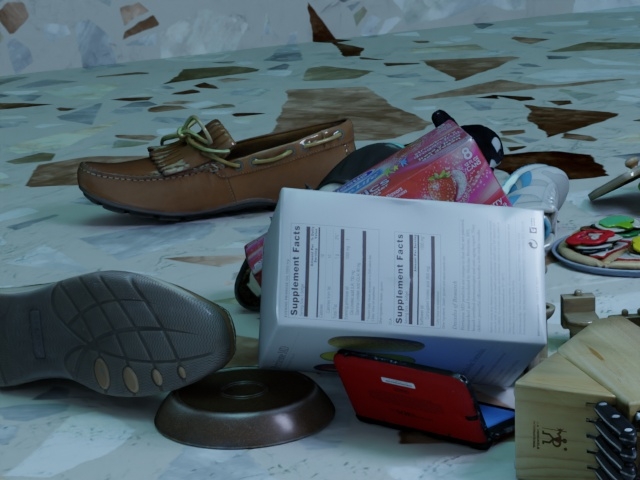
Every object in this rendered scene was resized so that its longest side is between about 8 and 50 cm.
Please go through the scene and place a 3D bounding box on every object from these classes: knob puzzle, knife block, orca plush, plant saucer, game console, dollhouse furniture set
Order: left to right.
[{"bbox_3d":[-0.071,0.149,1.625,0.168,0.029,0.168,-3,16,1],"label":"plant saucer"},{"bbox_3d":[0.151,-0.140,2.526,0.287,0.102,0.151,-10,16,-24],"label":"orca plush"},{"bbox_3d":[0.103,0.130,1.568,0.144,0.124,0.085,8,45,37],"label":"game console"},{"bbox_3d":[0.269,0.060,1.716,0.151,0.123,0.144,-3,15,-2],"label":"dollhouse furniture set"},{"bbox_3d":[0.431,-0.105,2.314,0.213,0.030,0.213,-26,-4,-2],"label":"knob puzzle"},{"bbox_3d":[0.293,0.152,1.440,0.242,0.088,0.275,7,17,29],"label":"knife block"}]

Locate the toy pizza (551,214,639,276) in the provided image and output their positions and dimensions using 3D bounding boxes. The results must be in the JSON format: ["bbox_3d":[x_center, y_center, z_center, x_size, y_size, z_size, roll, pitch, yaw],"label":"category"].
[{"bbox_3d":[0.377,0.002,2.094,0.201,0.032,0.201,-3,15,1],"label":"toy pizza"}]

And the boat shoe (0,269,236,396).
[{"bbox_3d":[-0.209,0.082,1.704,0.324,0.123,0.116,2,7,33],"label":"boat shoe"}]

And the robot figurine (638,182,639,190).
[{"bbox_3d":[0.466,-0.070,2.281,0.101,0.067,0.115,-31,-5,38],"label":"robot figurine"}]

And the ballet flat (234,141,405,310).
[{"bbox_3d":[0.000,0.000,1.880,0.280,0.095,0.096,-43,-1,41],"label":"ballet flat"}]

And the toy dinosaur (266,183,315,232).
[{"bbox_3d":[0.009,-0.024,2.210,0.118,0.064,0.268,13,18,28],"label":"toy dinosaur"}]

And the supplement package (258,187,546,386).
[{"bbox_3d":[0.072,0.046,1.613,0.244,0.134,0.139,4,-22,-7],"label":"supplement package"}]

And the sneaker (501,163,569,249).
[{"bbox_3d":[0.254,-0.028,2.145,0.092,0.087,0.228,13,28,32],"label":"sneaker"}]

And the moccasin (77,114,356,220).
[{"bbox_3d":[-0.138,-0.108,2.370,0.380,0.147,0.139,-4,17,-4],"label":"moccasin"}]

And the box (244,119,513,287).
[{"bbox_3d":[0.065,0.003,1.759,0.257,0.128,0.122,-32,16,1],"label":"box"}]
